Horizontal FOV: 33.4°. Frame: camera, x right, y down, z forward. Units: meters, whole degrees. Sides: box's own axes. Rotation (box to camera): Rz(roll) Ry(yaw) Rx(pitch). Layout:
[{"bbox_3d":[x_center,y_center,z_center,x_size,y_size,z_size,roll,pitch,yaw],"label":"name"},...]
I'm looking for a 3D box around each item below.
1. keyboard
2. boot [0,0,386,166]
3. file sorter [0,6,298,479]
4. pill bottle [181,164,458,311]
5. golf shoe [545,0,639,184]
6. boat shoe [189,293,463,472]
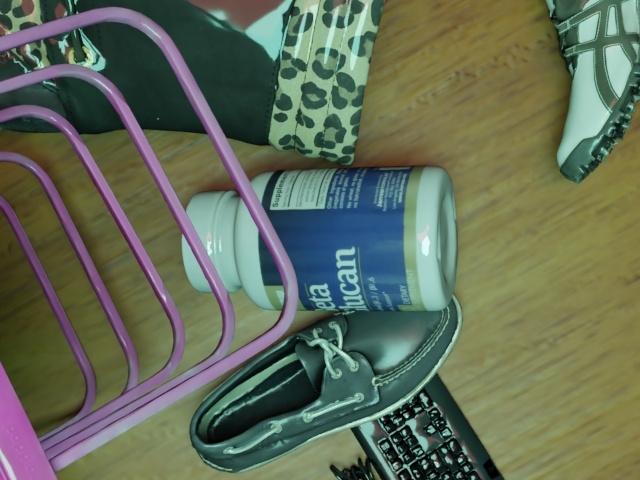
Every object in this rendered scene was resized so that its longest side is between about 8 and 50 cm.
[{"bbox_3d":[0.081,0.184,0.737,0.100,0.038,0.192,-33,89,1],"label":"keyboard"},{"bbox_3d":[-0.084,-0.235,0.687,0.284,0.138,0.377,11,94,2],"label":"boot"},{"bbox_3d":[-0.178,0.028,0.597,0.182,0.291,0.202,-27,90,-37],"label":"file sorter"},{"bbox_3d":[0.000,0.000,0.700,0.169,0.094,0.094,-1,90,16],"label":"pill bottle"},{"bbox_3d":[0.185,-0.137,0.725,0.094,0.077,0.198,21,83,11],"label":"golf shoe"},{"bbox_3d":[0.004,0.091,0.715,0.206,0.065,0.075,-31,68,2],"label":"boat shoe"}]
